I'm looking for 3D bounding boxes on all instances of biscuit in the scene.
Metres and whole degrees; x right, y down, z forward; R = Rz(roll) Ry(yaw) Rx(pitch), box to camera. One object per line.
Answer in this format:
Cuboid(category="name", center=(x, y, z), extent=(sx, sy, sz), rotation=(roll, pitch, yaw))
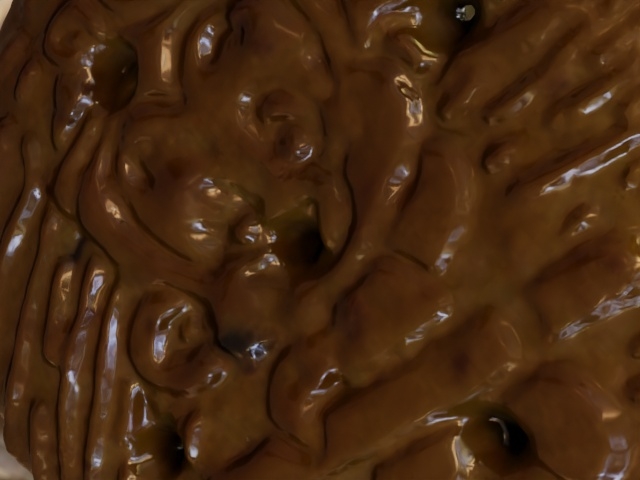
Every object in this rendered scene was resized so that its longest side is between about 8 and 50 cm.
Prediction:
Cuboid(category="biscuit", center=(-0.001, 0.000, 0.362), extent=(0.027, 0.188, 0.188), rotation=(-6, 129, -56))
